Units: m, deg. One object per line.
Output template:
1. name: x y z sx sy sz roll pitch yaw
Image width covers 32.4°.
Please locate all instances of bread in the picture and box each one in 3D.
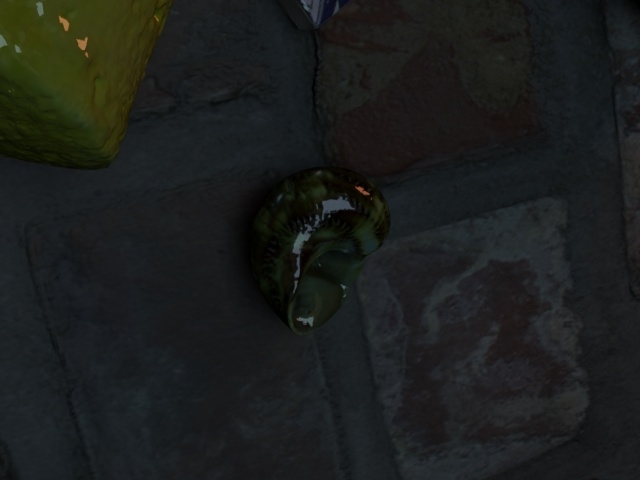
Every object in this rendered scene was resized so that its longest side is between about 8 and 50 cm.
1. bread: -0.292 -0.249 1.021 0.348 0.348 0.308 35 77 -24

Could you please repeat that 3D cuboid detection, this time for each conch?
1. conch: -0.001 -0.002 1.301 0.181 0.124 0.187 -24 131 -28

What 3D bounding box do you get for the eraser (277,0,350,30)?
1. eraser: 0.028 -0.355 1.280 0.210 0.068 0.124 -42 110 -13

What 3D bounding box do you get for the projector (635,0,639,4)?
1. projector: 0.501 -0.498 1.371 0.395 0.242 0.405 32 87 -27
